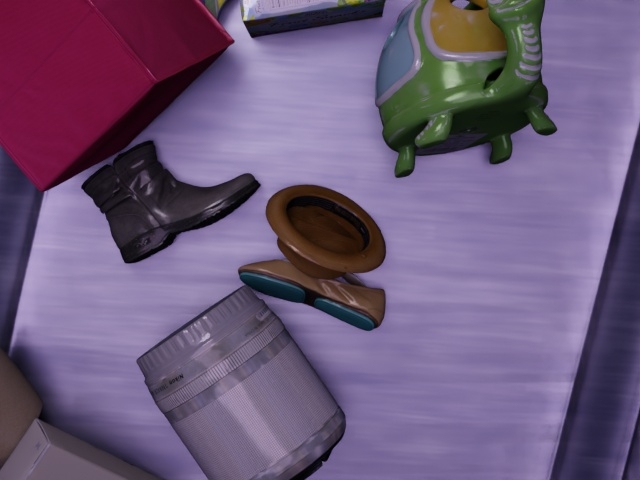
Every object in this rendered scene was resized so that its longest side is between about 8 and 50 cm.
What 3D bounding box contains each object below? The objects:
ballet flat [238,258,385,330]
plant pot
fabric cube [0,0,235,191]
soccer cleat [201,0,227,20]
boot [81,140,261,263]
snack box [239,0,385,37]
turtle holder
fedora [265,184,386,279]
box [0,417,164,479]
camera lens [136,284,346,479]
[{"bbox_3d":[-0.010,0.068,1.911,0.232,0.080,0.073,22,65,-3],"label":"ballet flat"},{"bbox_3d":[-0.556,0.215,1.844,0.274,0.256,0.256,36,92,-18],"label":"plant pot"},{"bbox_3d":[-0.330,-0.269,1.755,0.258,0.254,0.259,-39,92,30],"label":"fabric cube"},{"bbox_3d":[-0.155,-0.442,1.885,0.121,0.093,0.289,20,88,-30],"label":"soccer cleat"},{"bbox_3d":[-0.229,-0.085,1.895,0.246,0.083,0.161,-27,86,0],"label":"boot"},{"bbox_3d":[-0.012,-0.353,1.830,0.207,0.174,0.070,-10,91,0],"label":"snack box"},{"bbox_3d":[0.192,-0.239,1.767,0.243,0.320,0.227,-12,78,3],"label":"turtle holder"},{"bbox_3d":[0.000,0.000,1.875,0.194,0.194,0.079,28,127,-1],"label":"fedora"},{"bbox_3d":[-0.326,0.376,1.847,0.275,0.094,0.113,35,91,-30],"label":"box"},{"bbox_3d":[-0.111,0.231,1.835,0.219,0.219,0.274,-34,92,2],"label":"camera lens"}]
